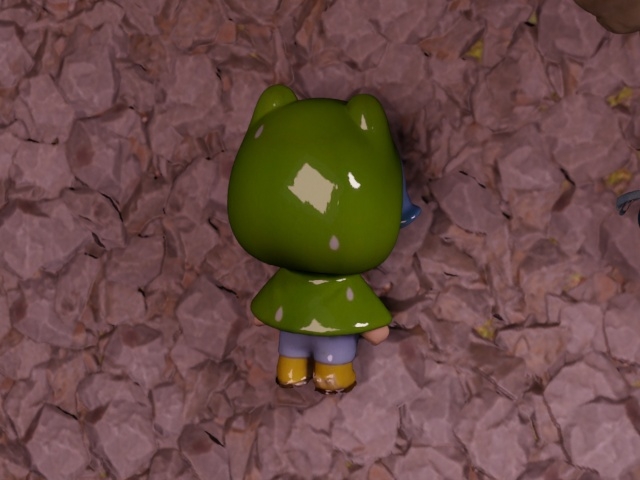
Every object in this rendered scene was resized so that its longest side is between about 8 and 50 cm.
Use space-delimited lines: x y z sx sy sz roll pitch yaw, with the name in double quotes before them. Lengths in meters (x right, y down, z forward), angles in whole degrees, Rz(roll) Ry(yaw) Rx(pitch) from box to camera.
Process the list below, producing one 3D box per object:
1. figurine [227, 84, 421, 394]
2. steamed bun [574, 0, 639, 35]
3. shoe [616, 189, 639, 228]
"figurine" 0.000 0.000 1.661 0.162 0.143 0.263 10 106 28
"steamed bun" 0.248 -0.265 1.298 0.339 0.247 0.352 14 117 50
"shoe" 0.335 0.008 1.548 0.207 0.091 0.106 42 129 12
